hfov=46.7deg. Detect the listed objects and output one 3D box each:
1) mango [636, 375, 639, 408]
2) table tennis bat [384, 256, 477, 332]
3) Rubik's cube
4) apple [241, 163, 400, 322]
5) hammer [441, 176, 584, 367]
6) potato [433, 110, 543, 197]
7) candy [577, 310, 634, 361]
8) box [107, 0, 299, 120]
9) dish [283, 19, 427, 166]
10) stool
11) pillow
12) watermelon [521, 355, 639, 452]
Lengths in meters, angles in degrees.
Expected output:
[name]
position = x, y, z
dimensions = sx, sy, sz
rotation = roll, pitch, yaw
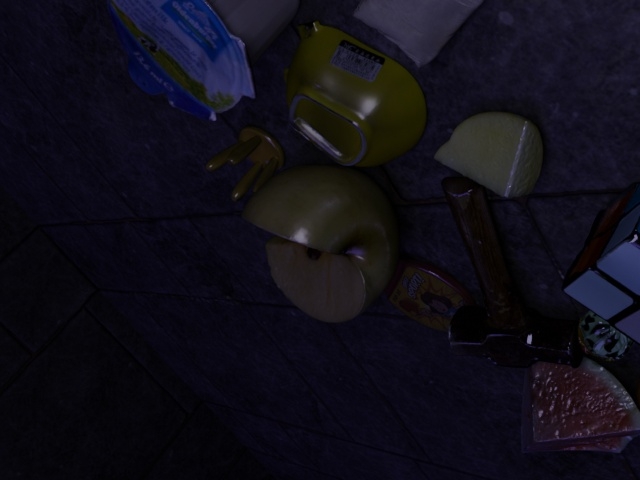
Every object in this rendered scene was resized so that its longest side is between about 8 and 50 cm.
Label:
[mango]
position = 0.590, 0.245, 1.214
dimensions = 0.139, 0.113, 0.253
rotation = 10, 138, 40
[table tennis bat]
position = 0.184, 0.091, 1.529
dimensions = 0.310, 0.038, 0.200
rotation = 29, 148, 9
[Rubik's cube]
position = 0.456, 0.019, 0.976
dimensions = 0.167, 0.183, 0.180
rotation = 34, 149, 4
[apple]
position = 0.012, -0.017, 1.362
dimensions = 0.258, 0.233, 0.295
rotation = 23, 150, 54
[hammer]
position = 0.307, 0.056, 1.298
dimensions = 0.243, 0.095, 0.408
rotation = 1, 127, 38
[potato]
position = 0.260, -0.147, 1.099
dimensions = 0.149, 0.081, 0.120
rotation = 36, 124, 39
[candy]
position = 0.525, 0.113, 1.158
dimensions = 0.091, 0.083, 0.305
rotation = 42, 143, -3
[box]
position = -0.163, -0.339, 1.129
dimensions = 0.262, 0.206, 0.291
rotation = 46, 151, -11
[dish]
position = 0.032, -0.211, 1.193
dimensions = 0.262, 0.108, 0.221
rotation = 37, 150, 2
[stool]
position = -0.144, -0.151, 1.467
dimensions = 0.135, 0.110, 0.134
rotation = 28, 148, 15
[pillow]
position = 0.128, -0.315, 0.974
dimensions = 0.134, 0.077, 0.181
rotation = 40, 152, -4
[watermelon]
position = 0.479, 0.323, 1.394
dimensions = 0.260, 0.176, 0.255
rotation = -8, 115, 27
